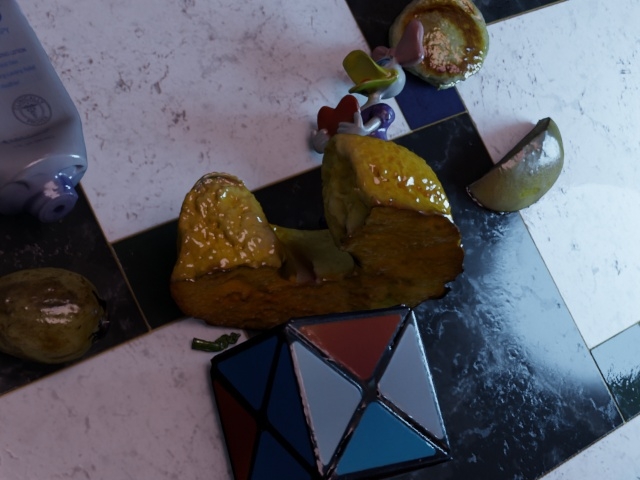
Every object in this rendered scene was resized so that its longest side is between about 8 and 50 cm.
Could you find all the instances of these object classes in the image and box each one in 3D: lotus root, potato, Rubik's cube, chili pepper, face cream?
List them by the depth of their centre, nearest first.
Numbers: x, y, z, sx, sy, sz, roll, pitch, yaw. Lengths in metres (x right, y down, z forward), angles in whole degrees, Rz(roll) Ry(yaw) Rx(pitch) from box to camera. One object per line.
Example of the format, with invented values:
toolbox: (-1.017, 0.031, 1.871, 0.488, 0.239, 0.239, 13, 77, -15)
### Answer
lotus root: (-0.404, 0.106, 1.786, 0.214, 0.138, 0.138, -1, 71, -20)
face cream: (-0.483, -0.211, 1.885, 0.234, 0.137, 0.420, -21, 72, -34)
Rubik's cube: (0.010, 0.251, 1.898, 0.250, 0.248, 0.247, -6, 75, -34)
chili pepper: (-0.161, 0.158, 1.969, 0.083, 0.022, 0.027, -7, 77, -29)
potato: (0.401, -0.137, 2.376, 0.120, 0.100, 0.261, 51, 55, -4)

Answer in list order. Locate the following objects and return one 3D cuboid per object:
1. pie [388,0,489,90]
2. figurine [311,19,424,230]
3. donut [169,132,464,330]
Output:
pie: (0.229, -0.379, 2.378, 0.179, 0.084, 0.205, 48, 58, -7)
figurine: (0.095, -0.184, 2.181, 0.193, 0.154, 0.421, 14, 66, -32)
donut: (0.000, 0.000, 1.932, 0.377, 0.435, 0.164, 49, 28, -57)
